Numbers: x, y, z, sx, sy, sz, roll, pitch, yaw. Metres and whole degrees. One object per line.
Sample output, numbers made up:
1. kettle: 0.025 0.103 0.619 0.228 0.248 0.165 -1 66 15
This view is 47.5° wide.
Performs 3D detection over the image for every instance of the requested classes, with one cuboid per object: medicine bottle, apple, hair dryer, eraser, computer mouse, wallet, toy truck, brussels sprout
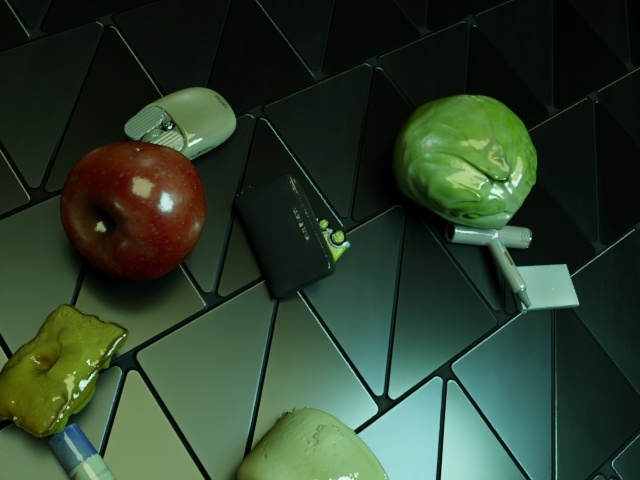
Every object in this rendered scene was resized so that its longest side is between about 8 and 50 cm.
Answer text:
1. medicine bottle: -0.363 0.411 1.202 0.059 0.059 0.231 -33 78 -28
2. apple: -0.335 -0.062 1.330 0.260 0.260 0.216 43 36 5
3. hair dryer: 0.386 0.054 1.601 0.195 0.053 0.220 6 52 -14
4. eraser: 0.505 0.108 1.650 0.151 0.023 0.103 -2 65 -18
5. computer mouse: -0.288 -0.242 1.530 0.237 0.082 0.145 -30 78 -29
6. wallet: -0.075 -0.016 1.479 0.149 0.044 0.250 -25 73 7
7. toy truck: 0.000 0.000 1.517 0.111 0.076 0.077 36 80 2
8. brussels sprout: 0.316 -0.178 1.607 0.328 0.247 0.327 0 70 0

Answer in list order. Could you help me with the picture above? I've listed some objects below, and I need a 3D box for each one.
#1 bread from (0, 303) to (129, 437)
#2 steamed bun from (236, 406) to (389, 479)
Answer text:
1. bread: -0.444 0.225 1.234 0.161 0.088 0.233 15 48 26
2. steamed bun: 0.000 0.420 1.254 0.232 0.166 0.273 -36 80 -27
